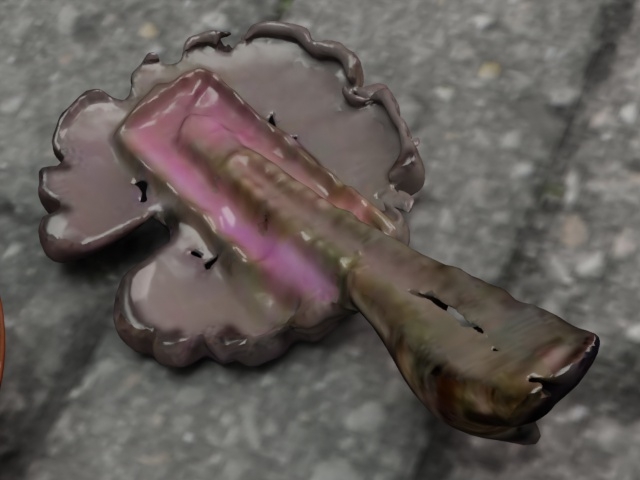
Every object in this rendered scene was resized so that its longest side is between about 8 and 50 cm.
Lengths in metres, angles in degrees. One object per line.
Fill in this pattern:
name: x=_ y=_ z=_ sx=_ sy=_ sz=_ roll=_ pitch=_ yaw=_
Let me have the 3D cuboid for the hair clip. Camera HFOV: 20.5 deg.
hair clip: x=0.003 y=0.006 z=0.766 sx=0.173 sy=0.069 sz=0.300 roll=-37 pitch=47 yaw=-18

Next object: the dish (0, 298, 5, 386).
dish: x=-0.248 y=0.086 z=0.746 sx=0.260 sy=0.085 sz=0.260 roll=-6 pitch=52 yaw=7
